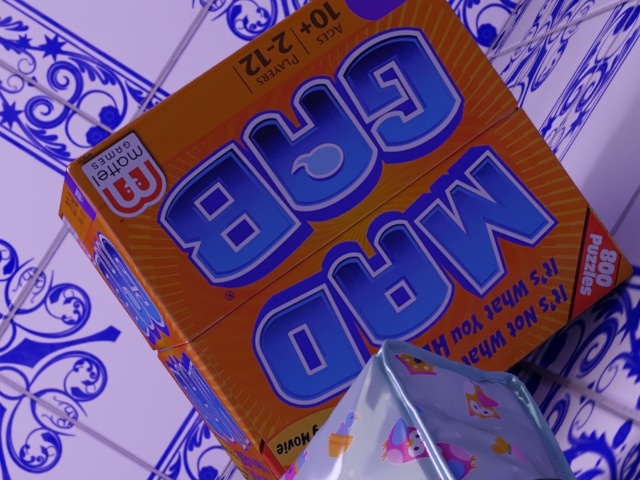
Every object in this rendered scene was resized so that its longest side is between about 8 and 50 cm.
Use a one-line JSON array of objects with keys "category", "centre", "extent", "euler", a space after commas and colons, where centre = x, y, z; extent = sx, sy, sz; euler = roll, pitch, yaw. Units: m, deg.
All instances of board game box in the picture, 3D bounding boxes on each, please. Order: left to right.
[{"category": "board game box", "centre": [0.000, 0.000, 1.466], "extent": [0.356, 0.356, 0.356], "euler": [-35, 2, -12]}]

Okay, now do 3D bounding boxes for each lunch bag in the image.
[{"category": "lunch bag", "centre": [0.079, 0.236, 1.040], "extent": [0.223, 0.160, 0.262], "euler": [-55, 39, 23]}]

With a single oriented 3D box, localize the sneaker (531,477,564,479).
[{"category": "sneaker", "centre": [0.109, 0.230, 0.842], "extent": [0.086, 0.163, 0.226], "euler": [-32, -9, -38]}]
